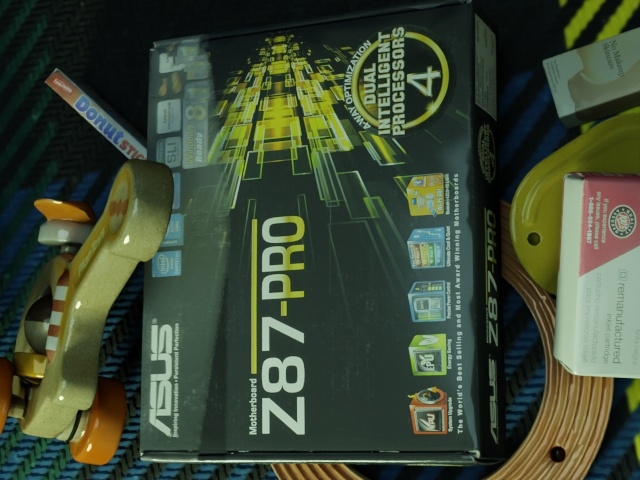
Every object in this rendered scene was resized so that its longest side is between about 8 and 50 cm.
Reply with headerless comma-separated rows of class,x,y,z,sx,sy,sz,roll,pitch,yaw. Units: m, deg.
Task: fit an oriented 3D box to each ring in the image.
ring,0.095,0.117,1.110,0.336,0.032,0.336,-4,79,20

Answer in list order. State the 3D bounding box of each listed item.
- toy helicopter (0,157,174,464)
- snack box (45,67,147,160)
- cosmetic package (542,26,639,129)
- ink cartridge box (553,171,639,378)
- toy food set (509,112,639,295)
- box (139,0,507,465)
toy helicopter,-0.209,0.034,1.112,0.355,0.140,0.235,-49,34,45
snack box,-0.202,-0.109,1.246,0.178,0.064,0.022,41,96,23
cosmetic package,0.261,-0.146,1.090,0.115,0.041,0.060,-19,73,17
ink cartridge box,0.302,0.029,0.968,0.218,0.092,0.158,2,94,0
toy food set,0.255,-0.039,1.053,0.218,0.071,0.128,-31,93,-3
box,0.000,0.000,1.099,0.318,0.097,0.395,-4,79,25
